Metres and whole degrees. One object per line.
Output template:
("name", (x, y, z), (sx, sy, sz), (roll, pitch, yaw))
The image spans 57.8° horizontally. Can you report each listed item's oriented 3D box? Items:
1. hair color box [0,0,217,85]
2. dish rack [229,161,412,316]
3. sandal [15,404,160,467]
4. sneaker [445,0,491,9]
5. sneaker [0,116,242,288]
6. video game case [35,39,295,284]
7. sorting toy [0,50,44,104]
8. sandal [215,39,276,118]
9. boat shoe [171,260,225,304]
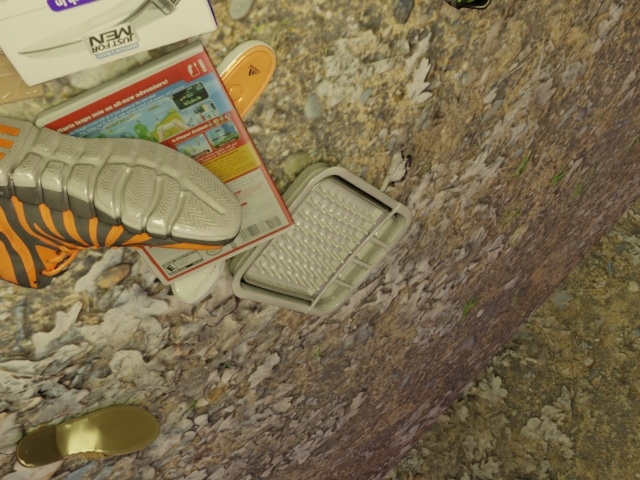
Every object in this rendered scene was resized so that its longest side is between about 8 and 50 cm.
("hair color box", (-0.219, -0.298, 0.428), (0.185, 0.110, 0.338), (-17, 142, -2))
("dish rack", (0.000, 0.000, 1.059), (0.285, 0.072, 0.333), (-50, 146, 13))
("sandal", (-0.422, 0.356, 1.052), (0.240, 0.088, 0.079), (-2, 161, -35))
("sneaker", (0.183, -0.373, 0.817), (0.188, 0.078, 0.067), (2, 127, -44))
("sneaker", (-0.256, -0.023, 0.663), (0.322, 0.124, 0.180), (16, 133, -7))
("video game case", (-0.175, -0.079, 0.726), (0.204, 0.025, 0.285), (-24, 131, 2))
("sorting toy", (-0.330, -0.165, 0.591), (0.083, 0.012, 0.062), (-24, 147, -31))
("sandal", (-0.138, -0.138, 0.758), (0.265, 0.076, 0.102), (-52, 145, 14))
("boat shoe", (-0.177, 0.001, 0.858), (0.076, 0.083, 0.226), (-55, 168, -73))
